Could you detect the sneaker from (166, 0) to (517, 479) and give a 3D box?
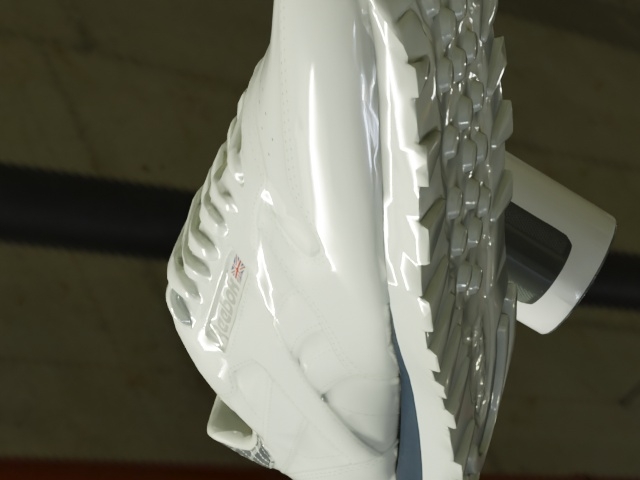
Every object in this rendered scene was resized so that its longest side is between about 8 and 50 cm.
[{"bbox_3d":[0.000,0.000,0.479,0.095,0.235,0.090,13,-129,15],"label":"sneaker"}]

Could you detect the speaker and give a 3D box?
[{"bbox_3d":[0.042,-0.021,0.683,0.136,0.055,0.055,31,-150,-5],"label":"speaker"}]
